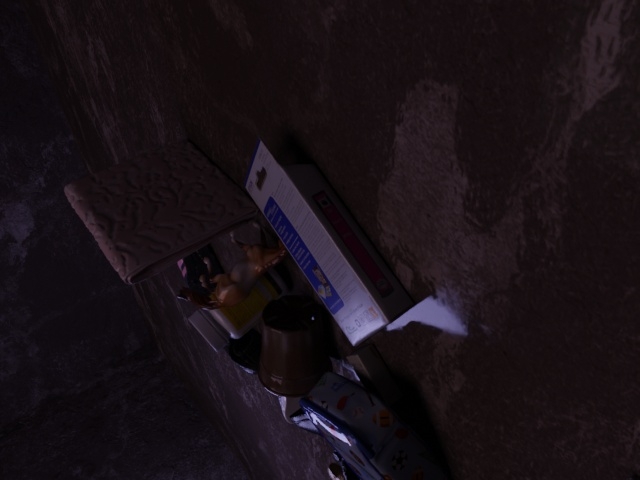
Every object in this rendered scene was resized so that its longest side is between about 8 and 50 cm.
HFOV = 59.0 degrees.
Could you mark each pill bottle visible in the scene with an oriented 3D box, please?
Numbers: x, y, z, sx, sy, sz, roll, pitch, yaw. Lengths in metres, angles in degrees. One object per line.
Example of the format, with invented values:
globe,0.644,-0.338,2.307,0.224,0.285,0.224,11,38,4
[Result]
pill bottle,-0.182,0.142,1.261,0.119,0.208,0.119,45,164,16

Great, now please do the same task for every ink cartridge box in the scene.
ink cartridge box,0.000,0.000,0.979,0.371,0.069,0.176,53,154,9

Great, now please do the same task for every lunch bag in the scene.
lunch bag,0.100,0.398,1.095,0.243,0.115,0.303,8,138,56

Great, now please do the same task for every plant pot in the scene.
plant pot,-0.059,0.217,1.212,0.167,0.167,0.165,32,135,44

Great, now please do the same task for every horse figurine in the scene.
horse figurine,-0.173,0.060,1.186,0.174,0.263,0.066,41,174,44

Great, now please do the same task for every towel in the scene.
towel,-0.349,-0.079,1.237,0.332,0.317,0.053,43,148,34

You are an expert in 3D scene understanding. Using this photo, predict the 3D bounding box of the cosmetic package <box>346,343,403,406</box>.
cosmetic package,0.103,0.259,1.084,0.115,0.041,0.060,60,155,2

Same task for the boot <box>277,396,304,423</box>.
boot,-0.095,0.417,1.585,0.086,0.069,0.190,36,138,53

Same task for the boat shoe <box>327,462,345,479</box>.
boat shoe,0.074,0.642,1.522,0.135,0.050,0.045,29,138,31

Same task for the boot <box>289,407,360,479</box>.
boot,0.032,0.498,1.391,0.207,0.094,0.246,63,148,4

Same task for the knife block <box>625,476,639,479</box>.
knife block,0.419,0.363,0.573,0.242,0.088,0.275,52,152,15

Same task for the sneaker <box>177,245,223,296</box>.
sneaker,-0.370,0.053,1.677,0.131,0.112,0.319,-159,46,-76

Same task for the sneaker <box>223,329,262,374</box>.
sneaker,-0.227,0.327,1.700,0.286,0.109,0.130,32,153,55
